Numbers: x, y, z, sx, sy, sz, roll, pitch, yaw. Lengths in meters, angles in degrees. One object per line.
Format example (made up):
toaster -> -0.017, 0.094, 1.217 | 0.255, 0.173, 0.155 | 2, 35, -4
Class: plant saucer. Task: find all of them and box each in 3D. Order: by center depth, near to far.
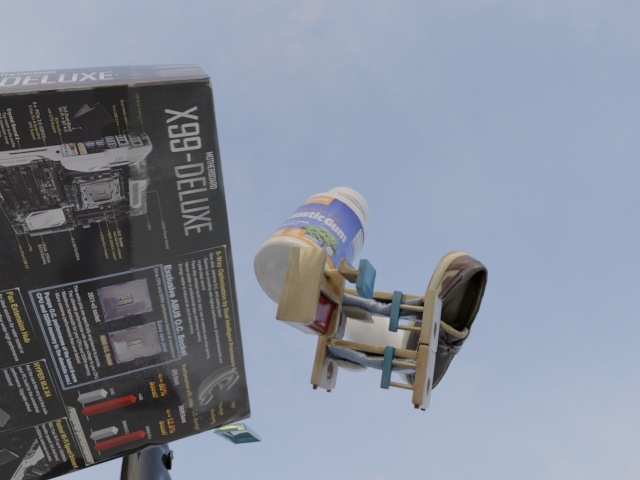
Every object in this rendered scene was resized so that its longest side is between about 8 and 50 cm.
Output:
plant saucer -> -0.173, 0.414, 1.035 | 0.067, 0.018, 0.192 | -6, -30, 1

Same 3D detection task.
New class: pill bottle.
pill bottle -> 0.000, 0.000, 0.931 | 0.152, 0.272, 0.153 | 13, -55, 19

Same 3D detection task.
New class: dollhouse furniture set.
dollhouse furniture set -> 0.047, 0.101, 0.515 | 0.129, 0.184, 0.129 | 4, -108, 21

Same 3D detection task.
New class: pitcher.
pitcher -> 0.156, 0.255, 1.200 | 0.207, 0.178, 0.125 | 39, -105, 15

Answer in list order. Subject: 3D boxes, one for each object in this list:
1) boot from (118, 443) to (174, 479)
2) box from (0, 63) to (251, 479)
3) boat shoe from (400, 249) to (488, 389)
boot -> -0.390, 0.461, 1.022 | 0.146, 0.445, 0.367 | -8, -56, -5
box -> -0.189, 0.036, 0.367 | 0.242, 0.076, 0.308 | -12, -61, -18
boat shoe -> 0.235, 0.161, 0.917 | 0.102, 0.092, 0.286 | 19, -84, -17
